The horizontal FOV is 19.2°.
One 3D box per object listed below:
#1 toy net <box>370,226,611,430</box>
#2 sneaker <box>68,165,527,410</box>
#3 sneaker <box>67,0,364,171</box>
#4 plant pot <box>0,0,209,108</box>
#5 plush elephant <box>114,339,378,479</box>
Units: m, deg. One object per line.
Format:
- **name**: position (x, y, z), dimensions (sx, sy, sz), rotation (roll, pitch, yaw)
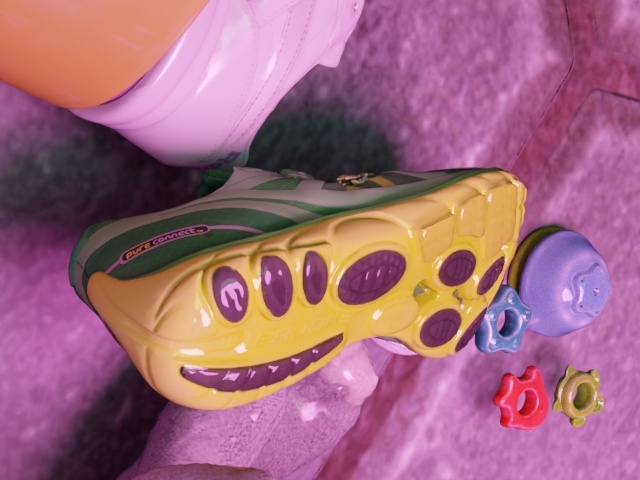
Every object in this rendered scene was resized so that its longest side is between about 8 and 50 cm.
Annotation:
- **toy net**: position (0.086, 0.045, 1.113), dimensions (0.232, 0.045, 0.122), rotation (9, 94, -40)
- **sneaker**: position (0.000, 0.000, 0.941), dimensions (0.295, 0.123, 0.109), rotation (-8, 124, -50)
- **sneaker**: position (-0.026, -0.176, 0.950), dimensions (0.152, 0.114, 0.305), rotation (38, 77, -52)
- **plant pot**: position (-0.147, -0.213, 0.745), dimensions (0.239, 0.254, 0.254), rotation (26, 80, -25)
- **plush elephant**: position (-0.017, 0.209, 0.909), dimensions (0.330, 0.255, 0.271), rotation (-15, 107, -38)
